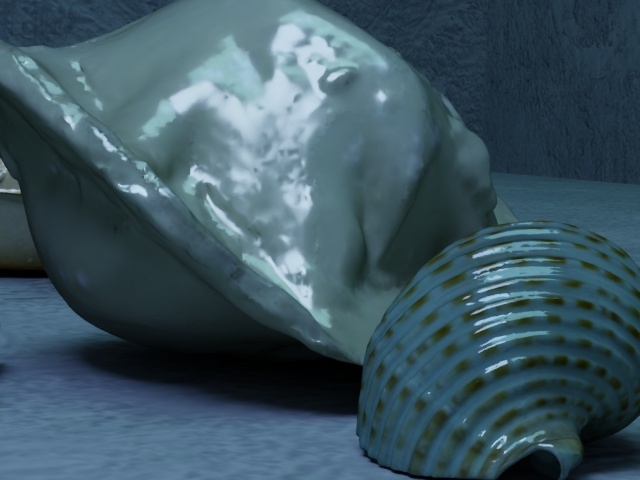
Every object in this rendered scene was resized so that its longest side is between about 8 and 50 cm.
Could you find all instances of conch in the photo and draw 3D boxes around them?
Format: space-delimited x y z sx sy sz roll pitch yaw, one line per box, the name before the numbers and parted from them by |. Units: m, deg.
conch | 0.079 0.045 0.699 0.135 0.102 0.153 -12 0 21

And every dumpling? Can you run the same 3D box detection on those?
dumpling | 0.000 0.000 0.905 0.395 0.233 0.315 16 25 -46

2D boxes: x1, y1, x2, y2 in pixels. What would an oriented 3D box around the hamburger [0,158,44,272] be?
hamburger | -0.251 -0.048 1.363 0.237 0.147 0.237 4 1 0
